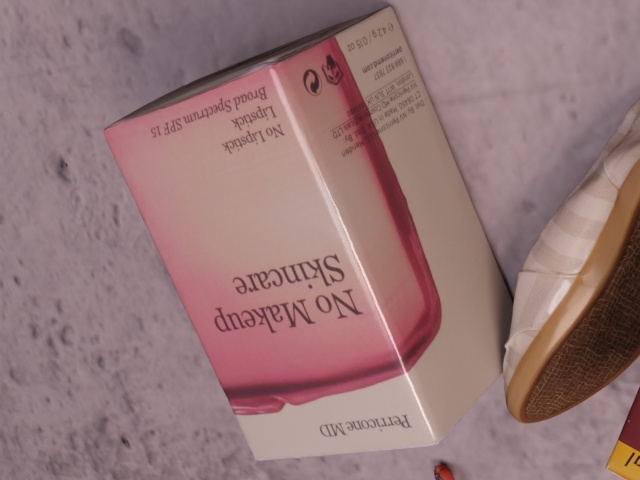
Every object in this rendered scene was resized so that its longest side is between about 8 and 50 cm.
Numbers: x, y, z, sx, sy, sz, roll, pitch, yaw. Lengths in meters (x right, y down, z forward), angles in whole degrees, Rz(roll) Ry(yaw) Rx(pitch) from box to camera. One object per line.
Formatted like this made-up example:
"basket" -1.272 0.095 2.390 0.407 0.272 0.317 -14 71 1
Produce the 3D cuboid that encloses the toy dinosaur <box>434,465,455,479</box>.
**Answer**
"toy dinosaur" 0.095 0.197 0.816 0.090 0.047 0.082 11 116 -7

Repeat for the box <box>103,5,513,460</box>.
"box" 0.000 0.000 0.706 0.149 0.127 0.232 -14 104 40

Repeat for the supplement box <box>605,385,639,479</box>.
"supplement box" 0.267 0.049 0.536 0.191 0.129 0.194 26 126 22

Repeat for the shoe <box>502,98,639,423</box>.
"shoe" 0.155 0.017 0.652 0.058 0.077 0.219 63 144 42
